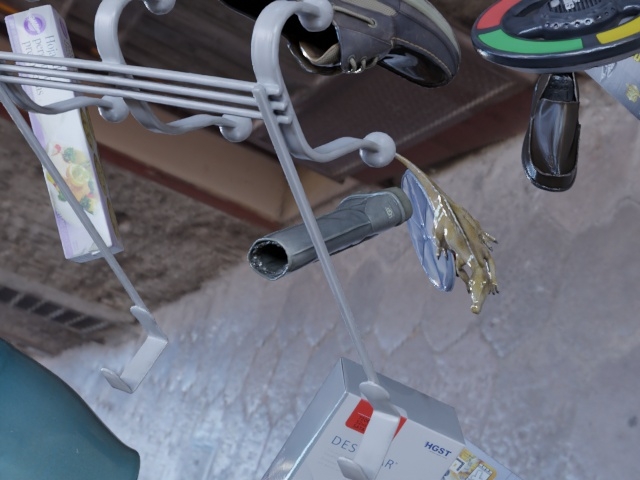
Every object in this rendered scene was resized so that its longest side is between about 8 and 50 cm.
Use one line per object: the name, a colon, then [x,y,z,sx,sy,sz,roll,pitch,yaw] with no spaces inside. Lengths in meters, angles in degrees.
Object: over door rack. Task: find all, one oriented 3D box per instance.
over door rack: [-0.071,-0.016,0.605,0.239,0.324,0.108,13,42,32]

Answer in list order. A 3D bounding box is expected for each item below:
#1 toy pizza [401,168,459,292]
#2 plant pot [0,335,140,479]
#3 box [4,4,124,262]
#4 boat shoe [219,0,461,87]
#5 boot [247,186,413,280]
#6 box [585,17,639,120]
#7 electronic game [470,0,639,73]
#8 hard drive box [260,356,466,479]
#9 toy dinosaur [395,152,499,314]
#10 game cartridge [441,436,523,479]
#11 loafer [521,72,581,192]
toy pizza: [0.174,-0.017,1.431,0.201,0.032,0.201,162,90,-83]
plant pot: [-0.365,0.273,1.086,0.271,0.255,0.272,-49,18,22]
box: [-0.325,-0.134,1.177,0.067,0.063,0.324,88,166,-83]
boat shoe: [0.015,-0.260,1.123,0.132,0.355,0.130,-10,60,59]
boot: [-0.002,-0.002,1.218,0.208,0.076,0.189,-30,0,-27]
box: [0.510,-0.297,1.445,0.231,0.056,0.183,54,151,30]
electronic game: [0.276,-0.242,0.993,0.229,0.048,0.229,-14,32,9]
hard drive box: [0.050,0.296,1.225,0.232,0.181,0.089,-60,14,20]
toy dinosaur: [0.114,-0.014,0.784,0.053,0.092,0.183,-30,57,5]
game cartridge: [0.230,0.460,1.722,0.198,0.062,0.297,-40,50,-23]
loafer: [0.335,-0.171,1.337,0.078,0.080,0.220,84,-169,-59]
